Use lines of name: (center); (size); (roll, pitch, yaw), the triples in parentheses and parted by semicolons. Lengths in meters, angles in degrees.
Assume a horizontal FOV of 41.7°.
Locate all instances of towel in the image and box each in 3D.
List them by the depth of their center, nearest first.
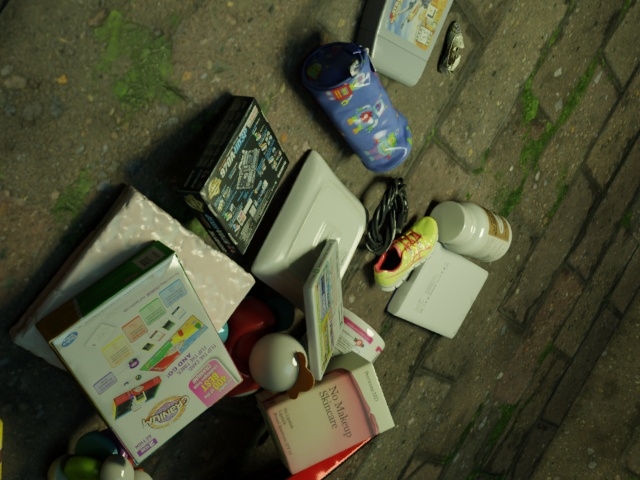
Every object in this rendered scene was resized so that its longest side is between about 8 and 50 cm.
towel: (-0.310, 0.112, 1.445); (0.317, 0.053, 0.332); (-54, 132, -7)

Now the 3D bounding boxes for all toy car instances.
toy car: (-0.388, 0.413, 1.527); (0.182, 0.159, 0.136); (59, 33, -48)
toy car: (-0.107, 0.242, 1.632); (0.219, 0.238, 0.210); (-7, 118, -45)

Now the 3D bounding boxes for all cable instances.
cable: (0.145, -0.057, 1.857); (0.150, 0.047, 0.184); (-41, 149, -39)

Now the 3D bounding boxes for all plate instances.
plate: (0.000, 0.000, 1.712); (0.278, 0.045, 0.277); (44, 67, -52)

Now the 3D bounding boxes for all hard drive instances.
hard drive: (0.309, 0.129, 2.179); (0.319, 0.040, 0.210); (26, 93, -52)

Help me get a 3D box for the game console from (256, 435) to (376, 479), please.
game console: (-0.064, 0.521, 1.825); (0.342, 0.060, 0.386); (-24, 171, -35)

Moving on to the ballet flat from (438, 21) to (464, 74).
ballet flat: (0.290, -0.412, 1.815); (0.041, 0.041, 0.114); (-5, 117, -46)

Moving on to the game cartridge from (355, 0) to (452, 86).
game cartridge: (0.176, -0.466, 1.647); (0.198, 0.062, 0.297); (9, 107, -54)

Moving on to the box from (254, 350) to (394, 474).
box: (0.007, 0.343, 1.693); (0.232, 0.127, 0.148); (-23, 99, -13)

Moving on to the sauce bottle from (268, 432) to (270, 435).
sauce bottle: (-0.071, 0.405, 1.936); (0.128, 0.042, 0.042); (-48, 140, -11)

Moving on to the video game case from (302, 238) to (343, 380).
video game case: (0.008, 0.134, 1.657); (0.193, 0.023, 0.212); (-61, 151, -58)

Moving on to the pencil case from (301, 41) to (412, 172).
pencil case: (0.080, -0.257, 1.615); (0.133, 0.119, 0.306); (-35, 142, 5)

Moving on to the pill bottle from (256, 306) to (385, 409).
pill bottle: (-0.003, 0.290, 1.840); (0.283, 0.160, 0.160); (-51, 141, -12)

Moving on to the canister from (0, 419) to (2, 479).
canister: (-0.570, 0.367, 1.334); (0.126, 0.073, 0.169); (-12, 120, -44)

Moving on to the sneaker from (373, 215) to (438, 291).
sneaker: (0.198, 0.022, 1.948); (0.208, 0.081, 0.094); (-52, 148, -10)

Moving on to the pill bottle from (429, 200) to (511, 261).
pill bottle: (0.366, -0.026, 2.071); (0.229, 0.131, 0.131); (15, 101, -51)

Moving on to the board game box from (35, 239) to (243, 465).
board game box: (-0.292, 0.194, 1.416); (0.242, 0.064, 0.316); (-37, 128, -21)

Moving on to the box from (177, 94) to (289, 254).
box: (-0.143, -0.113, 1.460); (0.220, 0.051, 0.175); (-66, 147, -28)
